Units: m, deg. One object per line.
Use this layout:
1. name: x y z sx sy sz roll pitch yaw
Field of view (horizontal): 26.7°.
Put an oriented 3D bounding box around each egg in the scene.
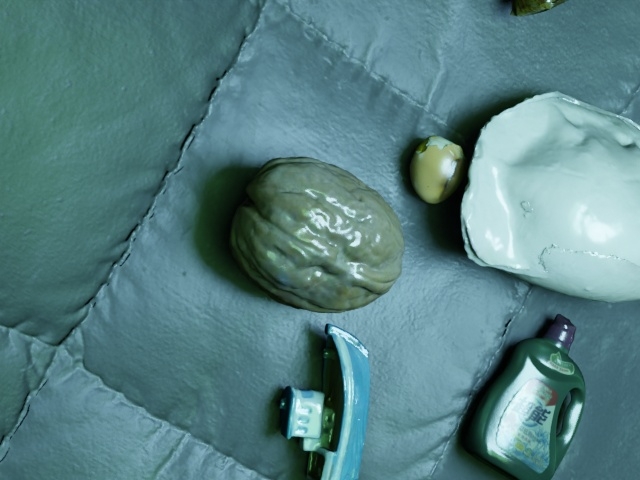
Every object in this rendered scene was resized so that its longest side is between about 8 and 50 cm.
1. egg: 0.147 -0.089 1.712 0.071 0.071 0.083 19 97 -20

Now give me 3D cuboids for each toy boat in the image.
1. toy boat: 0.002 0.209 1.658 0.102 0.088 0.215 9 90 -17

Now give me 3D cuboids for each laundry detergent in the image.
1. laundry detergent: 0.287 0.205 1.772 0.144 0.078 0.222 34 78 -20

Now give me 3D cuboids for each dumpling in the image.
1. dumpling: 0.346 -0.055 1.736 0.341 0.181 0.260 7 80 1

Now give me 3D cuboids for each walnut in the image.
1. walnut: 0.001 0.000 1.614 0.230 0.178 0.178 22 84 -24

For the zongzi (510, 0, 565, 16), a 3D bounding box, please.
1. zongzi: 0.301 -0.399 1.760 0.184 0.084 0.187 -22 95 -33
